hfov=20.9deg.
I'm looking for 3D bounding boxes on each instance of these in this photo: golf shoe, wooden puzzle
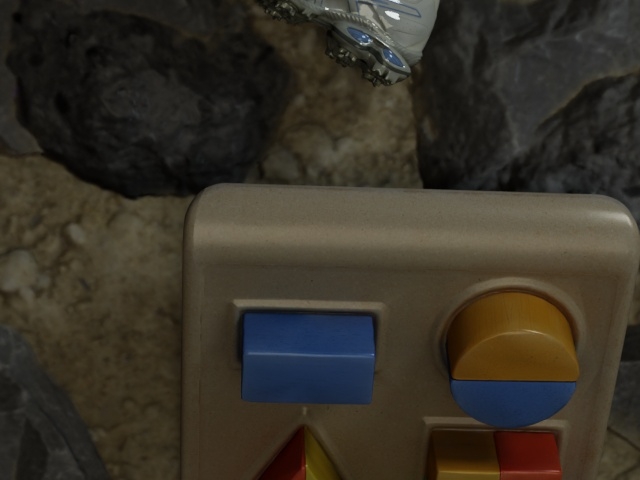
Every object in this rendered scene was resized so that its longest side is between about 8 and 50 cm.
[{"bbox_3d":[0.002,-0.182,1.192,0.176,0.069,0.086,33,87,-17],"label":"golf shoe"},{"bbox_3d":[0.057,0.130,1.274,0.322,0.080,0.348,2,121,-2],"label":"wooden puzzle"}]
